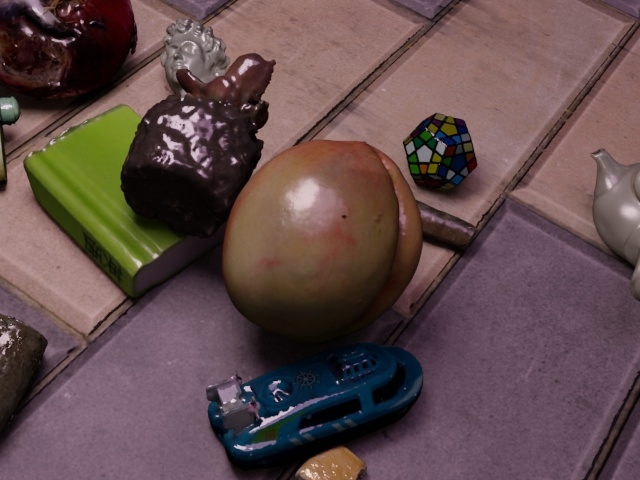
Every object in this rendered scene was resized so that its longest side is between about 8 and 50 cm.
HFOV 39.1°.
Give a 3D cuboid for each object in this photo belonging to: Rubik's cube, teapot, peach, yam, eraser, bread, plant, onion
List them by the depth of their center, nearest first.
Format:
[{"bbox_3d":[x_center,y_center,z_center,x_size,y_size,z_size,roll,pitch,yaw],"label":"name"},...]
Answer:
[{"bbox_3d":[-0.419,0.173,1.142,0.107,0.107,0.183,14,52,1],"label":"yam"},{"bbox_3d":[0.015,0.298,1.159,0.070,0.035,0.083,32,46,15],"label":"bread"},{"bbox_3d":[0.000,0.000,1.228,0.247,0.292,0.292,15,45,34],"label":"peach"},{"bbox_3d":[-0.174,-0.133,1.271,0.178,0.204,0.234,21,59,-9],"label":"plant"},{"bbox_3d":[-0.291,-0.067,1.369,0.274,0.092,0.210,40,54,19],"label":"eraser"},{"bbox_3d":[0.551,-0.010,1.436,0.220,0.149,0.318,2,49,-7],"label":"teapot"},{"bbox_3d":[0.119,-0.054,1.456,0.274,0.061,0.061,24,51,9],"label":"yam"},{"bbox_3d":[0.200,-0.147,1.510,0.133,0.133,0.112,-16,27,-22],"label":"Rubik's cube"},{"bbox_3d":[-0.465,-0.375,1.519,0.314,0.232,0.314,10,67,-24],"label":"onion"}]

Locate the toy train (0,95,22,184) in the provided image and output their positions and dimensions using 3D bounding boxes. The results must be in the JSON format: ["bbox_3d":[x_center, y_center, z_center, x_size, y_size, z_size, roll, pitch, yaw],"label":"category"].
[{"bbox_3d":[-0.613,-0.148,1.378,0.307,0.126,0.190,-7,85,-16],"label":"toy train"}]

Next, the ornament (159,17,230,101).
[{"bbox_3d":[-0.203,-0.240,1.514,0.120,0.130,0.285,-7,60,-5],"label":"ornament"}]

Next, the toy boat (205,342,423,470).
[{"bbox_3d":[0.002,0.192,1.192,0.298,0.092,0.134,-17,39,-22],"label":"toy boat"}]
